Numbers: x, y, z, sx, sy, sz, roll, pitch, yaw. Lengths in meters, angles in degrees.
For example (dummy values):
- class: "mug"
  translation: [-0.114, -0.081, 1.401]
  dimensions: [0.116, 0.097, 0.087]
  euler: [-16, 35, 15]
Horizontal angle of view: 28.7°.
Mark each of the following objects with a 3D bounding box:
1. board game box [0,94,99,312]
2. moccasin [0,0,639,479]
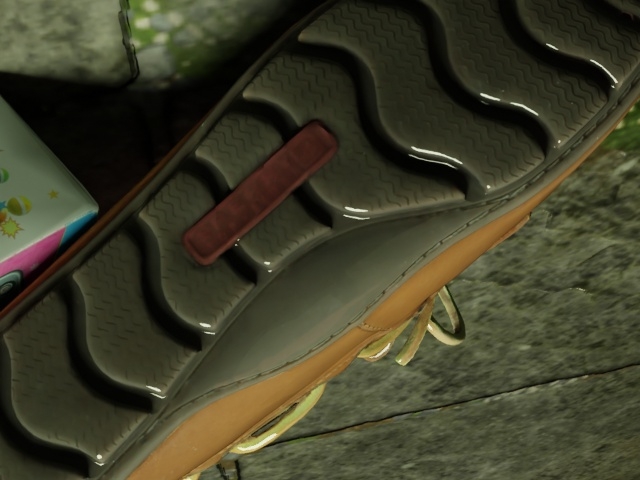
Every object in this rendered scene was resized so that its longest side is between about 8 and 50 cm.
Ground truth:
- class: "board game box"
  translation: [-0.255, 0.083, 0.577]
  dimensions: [0.303, 0.097, 0.224]
  euler: [-34, 160, -28]
- class: "moccasin"
  translation: [0.002, 0.002, 0.576]
  dimensions: [0.380, 0.139, 0.147]
  euler: [-46, 165, -4]
